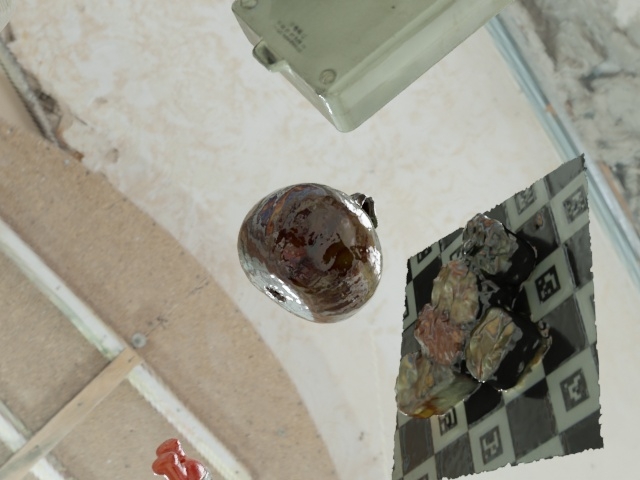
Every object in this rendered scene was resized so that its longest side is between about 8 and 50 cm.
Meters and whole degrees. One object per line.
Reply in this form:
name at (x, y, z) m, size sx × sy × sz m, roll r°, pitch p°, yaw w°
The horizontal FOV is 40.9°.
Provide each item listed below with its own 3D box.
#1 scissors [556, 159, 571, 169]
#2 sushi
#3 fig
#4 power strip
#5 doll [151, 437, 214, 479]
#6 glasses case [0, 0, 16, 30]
scissors at (0.317, -0.043, 1.275) m, size 0.029 × 0.191 × 0.360 m, roll 54°, pitch -137°, yaw -10°
sushi at (0.155, 0.091, 0.947) m, size 0.069 × 0.339 × 0.320 m, roll 20°, pitch -119°, yaw -23°
fig at (-0.013, 0.011, 1.295) m, size 0.235 × 0.235 × 0.214 m, roll 21°, pitch -91°, yaw -26°
power strip at (0.114, -0.205, 0.498) m, size 0.367 × 0.043 × 0.106 m, roll -39°, pitch -122°, yaw -3°
doll at (-0.141, 0.377, 1.157) m, size 0.076 × 0.142 × 0.245 m, roll -32°, pitch -80°, yaw 0°
glasses case at (-0.285, -0.127, 0.520) m, size 0.156 × 0.425 × 0.098 m, roll -20°, pitch -68°, yaw -5°
